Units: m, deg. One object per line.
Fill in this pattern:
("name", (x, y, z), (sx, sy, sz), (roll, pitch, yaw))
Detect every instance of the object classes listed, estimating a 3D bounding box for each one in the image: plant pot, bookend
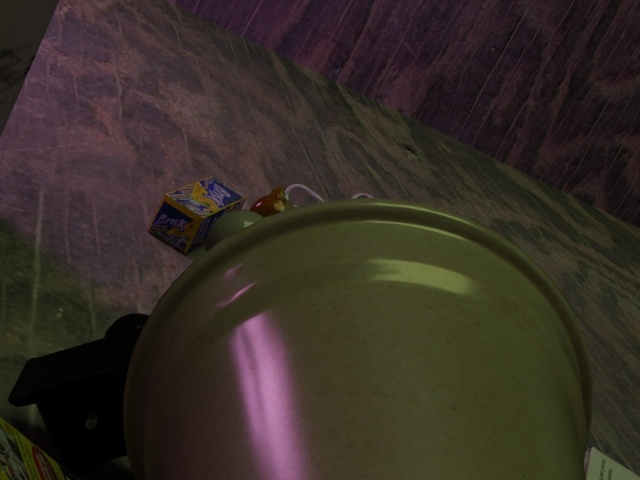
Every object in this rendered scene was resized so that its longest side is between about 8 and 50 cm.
("plant pot", (0.039, 0.184, 0.785), (0.334, 0.334, 0.305), (25, 20, -14))
("bookend", (-0.136, 0.153, 1.011), (0.157, 0.156, 0.072), (-15, 18, 5))

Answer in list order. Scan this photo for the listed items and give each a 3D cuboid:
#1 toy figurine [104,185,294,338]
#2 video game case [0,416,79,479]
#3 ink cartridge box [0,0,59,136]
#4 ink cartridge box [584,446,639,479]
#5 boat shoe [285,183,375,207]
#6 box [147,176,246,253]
("toy figurine", (-0.074, 0.063, 1.173), (0.148, 0.213, 0.209), (43, 17, -3))
("video game case", (-0.137, 0.210, 0.723), (0.248, 0.035, 0.275), (53, -1, -43))
("ink cartridge box", (-0.363, -0.213, 1.198), (0.166, 0.395, 0.285), (27, 16, -1))
("ink cartridge box", (0.270, 0.323, 0.994), (0.273, 0.198, 0.115), (32, 15, 8))
("boat shoe", (0.008, 0.005, 1.588), (0.136, 0.156, 0.367), (34, 16, 18))
("box", (-0.152, -0.034, 1.621), (0.059, 0.054, 0.169), (32, 16, 7))
